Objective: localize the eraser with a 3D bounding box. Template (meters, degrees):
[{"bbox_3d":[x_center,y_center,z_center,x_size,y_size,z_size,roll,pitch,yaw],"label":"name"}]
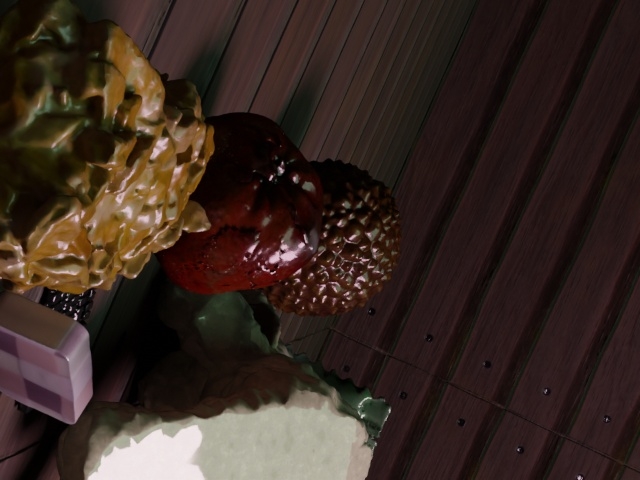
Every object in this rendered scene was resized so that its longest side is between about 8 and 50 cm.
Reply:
[{"bbox_3d":[-0.180,0.077,0.695,0.026,0.065,0.105,-60,170,-34],"label":"eraser"}]

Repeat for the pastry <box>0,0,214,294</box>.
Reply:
[{"bbox_3d":[-0.127,-0.032,0.575,0.154,0.102,0.250,-64,173,-4],"label":"pastry"}]

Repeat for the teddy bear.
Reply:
[{"bbox_3d":[-0.144,0.180,1.054,0.375,0.362,0.328,-11,110,-37],"label":"teddy bear"}]

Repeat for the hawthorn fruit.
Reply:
[{"bbox_3d":[-0.081,-0.022,0.887,0.172,0.148,0.148,-35,-164,42],"label":"hawthorn fruit"}]

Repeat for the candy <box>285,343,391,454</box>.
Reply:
[{"bbox_3d":[-0.081,0.333,1.449,0.398,0.262,0.172,-66,160,6],"label":"candy"}]

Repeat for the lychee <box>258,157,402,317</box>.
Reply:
[{"bbox_3d":[0.000,0.000,1.255,0.238,0.200,0.200,59,55,-80],"label":"lychee"}]

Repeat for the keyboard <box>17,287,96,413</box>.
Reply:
[{"bbox_3d":[-0.178,0.036,0.773,0.060,0.018,0.196,-45,158,-63],"label":"keyboard"}]
